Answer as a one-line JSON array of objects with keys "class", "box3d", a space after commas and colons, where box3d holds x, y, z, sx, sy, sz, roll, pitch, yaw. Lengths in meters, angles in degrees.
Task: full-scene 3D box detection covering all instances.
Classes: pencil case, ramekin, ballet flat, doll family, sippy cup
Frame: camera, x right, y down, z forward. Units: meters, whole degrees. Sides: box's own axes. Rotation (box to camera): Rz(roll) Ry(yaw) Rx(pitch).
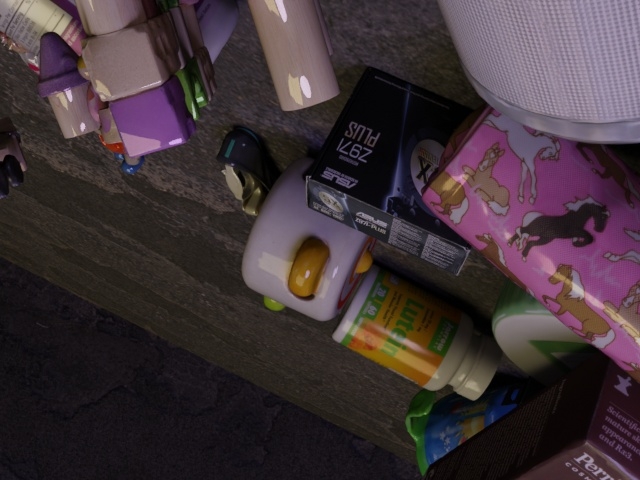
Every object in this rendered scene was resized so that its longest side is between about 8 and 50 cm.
[{"class": "pencil case", "box3d": [0.276, 0.018, 0.786, 0.386, 0.167, 0.160, 42, -179, 9]}, {"class": "ramekin", "box3d": [0.341, 0.087, 0.997, 0.303, 0.148, 0.303, 24, 159, 10]}, {"class": "ballet flat", "box3d": [-0.095, -0.078, 1.270, 0.074, 0.074, 0.203, 17, 157, 27]}, {"class": "doll family", "box3d": [-0.297, -0.220, 1.167, 0.263, 0.118, 0.163, 42, 169, 14]}, {"class": "sippy cup", "box3d": [0.322, 0.363, 1.609, 0.305, 0.240, 0.224, -6, 159, -24]}]

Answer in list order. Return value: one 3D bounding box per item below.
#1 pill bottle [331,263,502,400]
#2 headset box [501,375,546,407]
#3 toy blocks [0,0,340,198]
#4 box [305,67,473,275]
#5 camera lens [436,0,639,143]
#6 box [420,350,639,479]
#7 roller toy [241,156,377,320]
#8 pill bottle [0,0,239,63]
[{"class": "pill bottle", "box3d": [0.154, 0.150, 1.402, 0.245, 0.136, 0.136, 28, 160, 0]}, {"class": "headset box", "box3d": [0.380, 0.248, 1.167, 0.283, 0.246, 0.131, 22, 119, 15]}, {"class": "toy blocks", "box3d": [-0.159, -0.210, 0.665, 0.288, 0.308, 0.260, -93, -14, -71]}, {"class": "box", "box3d": [0.095, -0.073, 0.930, 0.180, 0.147, 0.077, 25, 160, 8]}, {"class": "camera lens", "box3d": [0.147, -0.200, 0.454, 0.219, 0.219, 0.274, 14, 156, 33]}, {"class": "box", "box3d": [0.263, 0.287, 0.977, 0.191, 0.143, 0.381, 35, 138, -1]}, {"class": "roller toy", "box3d": [0.000, 0.000, 1.158, 0.146, 0.191, 0.209, 25, 162, 10]}, {"class": "pill bottle", "box3d": [-0.245, -0.259, 0.887, 0.301, 0.169, 0.169, 36, 158, -19]}]
